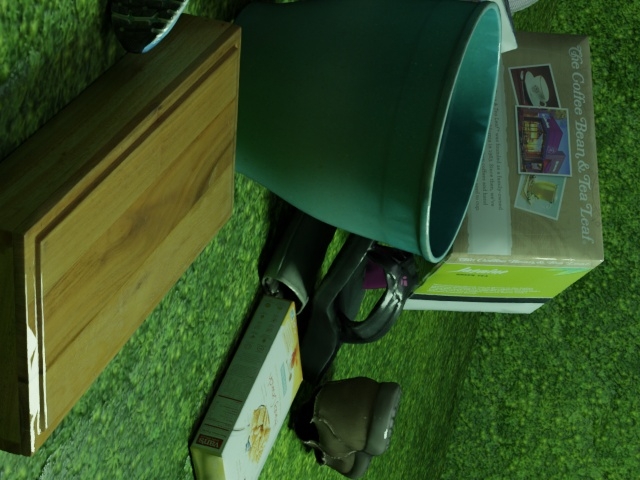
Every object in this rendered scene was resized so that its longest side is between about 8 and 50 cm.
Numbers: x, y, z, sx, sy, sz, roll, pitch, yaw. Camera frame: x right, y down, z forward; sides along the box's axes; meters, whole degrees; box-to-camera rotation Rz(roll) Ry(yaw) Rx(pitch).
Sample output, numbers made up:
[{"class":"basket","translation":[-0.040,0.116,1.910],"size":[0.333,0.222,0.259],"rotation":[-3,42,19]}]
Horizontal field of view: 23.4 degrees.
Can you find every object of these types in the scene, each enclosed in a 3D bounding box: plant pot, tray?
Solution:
[{"class":"plant pot","translation":[0.031,-0.139,1.601],"size":[0.272,0.255,0.271],"rotation":[14,90,-76]},{"class":"tray","translation":[-0.174,-0.021,1.298],"size":[0.411,0.076,0.202],"rotation":[-56,156,-55]}]

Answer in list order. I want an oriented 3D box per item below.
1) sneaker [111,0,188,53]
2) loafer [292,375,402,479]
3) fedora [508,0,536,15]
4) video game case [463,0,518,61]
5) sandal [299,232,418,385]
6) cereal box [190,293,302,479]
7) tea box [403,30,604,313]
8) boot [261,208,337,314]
[{"class":"sneaker","translation":[-0.127,-0.219,1.319],"size":[0.073,0.063,0.162],"rotation":[86,23,-58]},{"class":"loafer","translation":[0.027,0.252,2.227],"size":[0.366,0.130,0.133],"rotation":[113,-7,-71]},{"class":"fedora","translation":[0.187,-0.351,2.041],"size":[0.275,0.244,0.124],"rotation":[-87,-176,-45]},{"class":"video game case","translation":[0.143,-0.372,1.699],"size":[0.269,0.061,0.244],"rotation":[-92,161,-49]},{"class":"sandal","translation":[0.061,0.071,1.999],"size":[0.167,0.107,0.445],"rotation":[-58,173,-25]},{"class":"cereal box","translation":[-0.087,0.210,1.892],"size":[0.173,0.047,0.240],"rotation":[85,23,-50]},{"class":"tea box","translation":[0.238,-0.089,2.180],"size":[0.323,0.220,0.328],"rotation":[125,-34,-70]},{"class":"boot","translation":[-0.002,0.000,1.974],"size":[0.189,0.076,0.208],"rotation":[51,46,-56]}]
